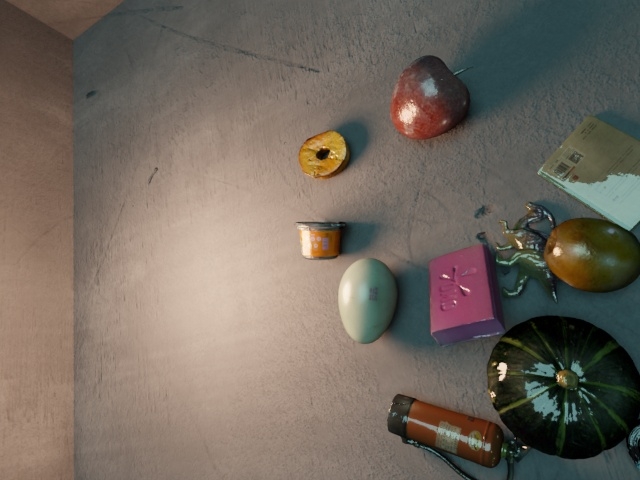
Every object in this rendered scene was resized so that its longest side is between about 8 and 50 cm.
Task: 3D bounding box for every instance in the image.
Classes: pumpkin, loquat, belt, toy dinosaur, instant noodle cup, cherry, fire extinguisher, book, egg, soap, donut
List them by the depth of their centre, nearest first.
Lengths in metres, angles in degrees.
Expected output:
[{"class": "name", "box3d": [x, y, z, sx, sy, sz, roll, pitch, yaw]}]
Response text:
[{"class": "belt", "box3d": [0.769, 0.484, 0.988, 0.105, 0.058, 0.140, -22, 71, 27]}, {"class": "pumpkin", "box3d": [0.560, 0.337, 1.011, 0.322, 0.241, 0.324, -9, 57, 15]}, {"class": "loquat", "box3d": [0.673, 0.038, 1.057, 0.227, 0.179, 0.180, 18, 89, 1]}, {"class": "book", "box3d": [0.768, -0.184, 1.143, 0.215, 0.025, 0.283, -49, 61, 13]}, {"class": "toy dinosaur", "box3d": [0.569, 0.031, 1.180, 0.161, 0.077, 0.295, -10, 75, 25]}, {"class": "soap", "box3d": [0.393, 0.147, 1.180, 0.181, 0.081, 0.260, -22, 38, 32]}, {"class": "fire extinguisher", "box3d": [0.380, 0.552, 1.183, 0.375, 0.113, 0.201, 6, 125, 31]}, {"class": "egg", "box3d": [0.144, 0.185, 1.326, 0.182, 0.182, 0.265, 5, 89, 30]}, {"class": "cherry", "box3d": [0.341, -0.445, 1.328, 0.285, 0.212, 0.236, -35, 57, 29]}, {"class": "instant noodle cup", "box3d": [0.000, 0.000, 1.465, 0.208, 0.177, 0.126, 9, 102, 61]}, {"class": "donut", "box3d": [0.019, -0.304, 1.560, 0.190, 0.074, 0.174, -34, 64, 15]}]
